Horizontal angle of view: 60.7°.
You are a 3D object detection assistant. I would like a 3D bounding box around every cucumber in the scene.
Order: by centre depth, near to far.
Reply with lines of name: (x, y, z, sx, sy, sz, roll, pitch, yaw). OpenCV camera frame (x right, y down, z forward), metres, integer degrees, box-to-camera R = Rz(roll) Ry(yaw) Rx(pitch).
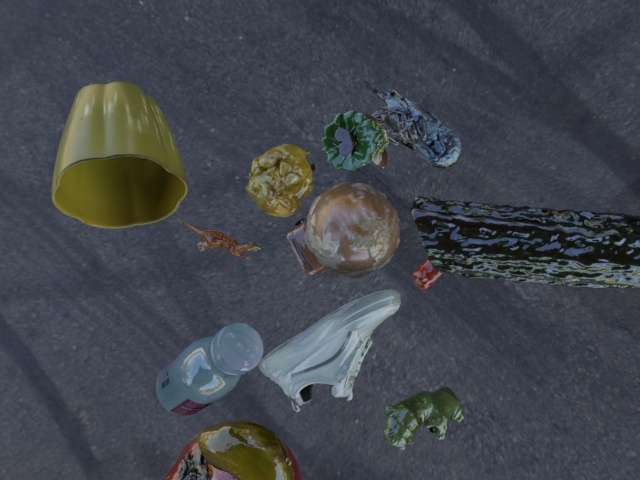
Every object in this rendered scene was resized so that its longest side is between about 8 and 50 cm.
cucumber: (0.214, 0.004, 0.480, 0.265, 0.077, 0.077, 4, 92, 16)

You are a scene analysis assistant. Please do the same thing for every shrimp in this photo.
shrimp: (0.239, -0.337, 1.552, 0.372, 0.172, 0.137, 33, 97, 12)

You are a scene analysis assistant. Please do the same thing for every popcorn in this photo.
popcorn: (-0.105, -0.162, 1.526, 0.191, 0.253, 0.190, -21, 95, 12)

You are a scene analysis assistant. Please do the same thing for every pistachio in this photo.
pistachio: (-0.124, 0.354, 0.931, 0.189, 0.110, 0.100, 22, 54, 24)

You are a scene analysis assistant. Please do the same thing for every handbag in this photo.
handbag: (0.000, 0.000, 1.419, 0.072, 0.193, 0.151, -32, 91, 33)

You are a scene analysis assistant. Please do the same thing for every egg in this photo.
egg: (0.065, -0.020, 1.093, 0.195, 0.233, 0.195, -2, 98, -12)

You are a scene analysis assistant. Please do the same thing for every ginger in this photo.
ginger: (0.292, 0.496, 1.536, 0.089, 0.290, 0.137, -24, 70, 53)

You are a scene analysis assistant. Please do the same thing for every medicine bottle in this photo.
medicine bottle: (-0.161, 0.186, 0.789, 0.090, 0.090, 0.217, 56, 135, 5)

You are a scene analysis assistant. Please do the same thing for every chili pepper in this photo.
chili pepper: (0.335, 0.091, 1.680, 0.073, 0.070, 0.123, 46, 80, -12)

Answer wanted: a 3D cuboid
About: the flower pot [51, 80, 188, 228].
flower pot: (-0.316, -0.142, 0.856, 0.195, 0.195, 0.179, -19, 64, 10)

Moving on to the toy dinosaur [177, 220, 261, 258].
toy dinosaur: (-0.281, -0.001, 1.485, 0.212, 0.142, 0.057, 24, 69, -24)

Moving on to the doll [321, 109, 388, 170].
doll: (0.066, -0.133, 0.705, 0.077, 0.113, 0.078, -19, 88, 48)

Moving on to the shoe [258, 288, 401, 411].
shoe: (0.038, 0.223, 1.048, 0.316, 0.124, 0.159, -32, 76, 16)

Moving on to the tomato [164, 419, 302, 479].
tomato: (-0.203, 0.597, 1.292, 0.293, 0.325, 0.290, -44, 124, 2)
